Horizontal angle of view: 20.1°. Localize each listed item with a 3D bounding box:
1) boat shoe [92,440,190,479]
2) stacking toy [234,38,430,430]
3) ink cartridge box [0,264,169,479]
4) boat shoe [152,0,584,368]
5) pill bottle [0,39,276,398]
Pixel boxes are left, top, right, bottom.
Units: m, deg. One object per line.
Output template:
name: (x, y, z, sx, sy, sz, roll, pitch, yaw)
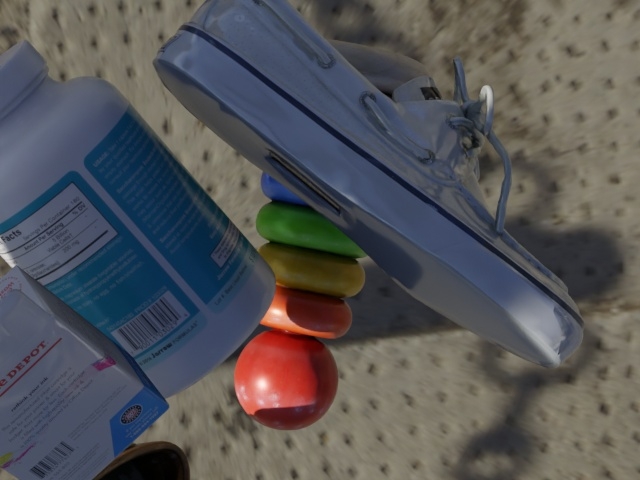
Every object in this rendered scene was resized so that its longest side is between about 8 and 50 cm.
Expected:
boat shoe: (-0.189, 0.243, 1.308, 0.120, 0.324, 0.122, -30, 107, 31)
stacking toy: (0.000, 0.000, 1.542, 0.141, 0.141, 0.330, 10, 90, -4)
ink cartridge box: (-0.195, 0.090, 1.185, 0.104, 0.181, 0.061, -43, 49, 0)
boat shoe: (0.066, -0.070, 1.303, 0.367, 0.136, 0.156, 38, 78, 7)
pill bottle: (-0.164, -0.019, 1.330, 0.146, 0.146, 0.264, -41, 106, -4)
